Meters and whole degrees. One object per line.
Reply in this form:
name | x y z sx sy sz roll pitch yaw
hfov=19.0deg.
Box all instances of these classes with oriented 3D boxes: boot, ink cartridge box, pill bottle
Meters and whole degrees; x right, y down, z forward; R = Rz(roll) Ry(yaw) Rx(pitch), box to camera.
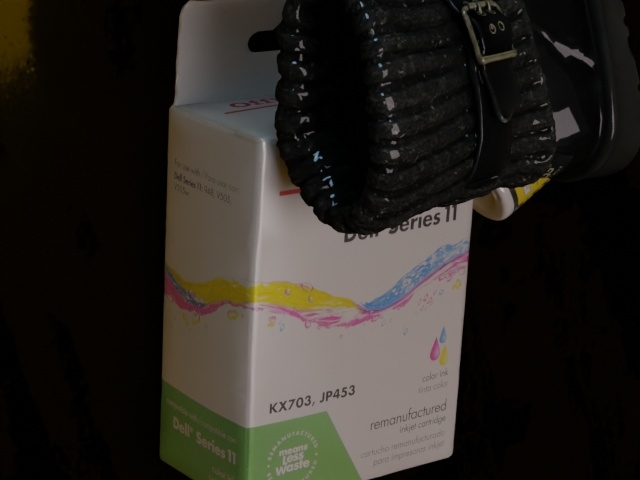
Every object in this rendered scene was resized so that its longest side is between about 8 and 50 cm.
boot | 0.073 -0.184 1.316 0.260 0.131 0.348 -9 77 -35
ink cartridge box | 0.000 0.000 1.409 0.207 0.119 0.354 -11 113 -36
pill bottle | 0.166 -0.074 1.555 0.116 0.065 0.065 -40 128 -21
